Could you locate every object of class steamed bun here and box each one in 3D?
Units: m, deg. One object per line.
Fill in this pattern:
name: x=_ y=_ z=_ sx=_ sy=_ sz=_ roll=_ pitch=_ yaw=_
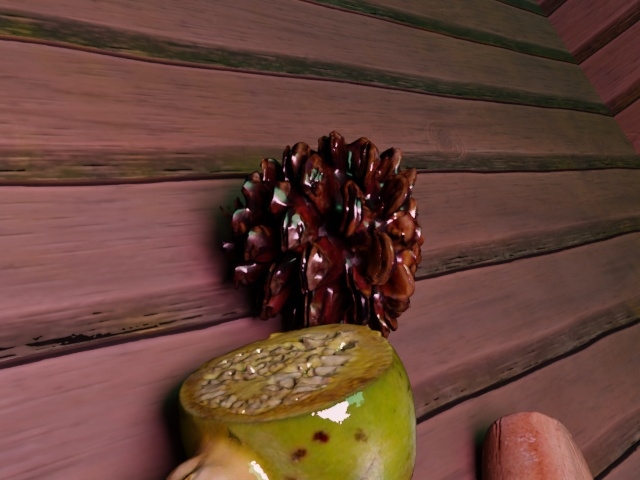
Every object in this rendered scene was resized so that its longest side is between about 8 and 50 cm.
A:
steamed bun: x=0.247 y=0.275 z=0.890 sx=0.175 sy=0.106 sz=0.145 roll=42 pitch=29 yaw=-35

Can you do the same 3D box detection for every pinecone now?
pinecone: x=0.000 y=0.000 z=0.781 sx=0.221 sy=0.221 sz=0.221 roll=28 pitch=41 yaw=-28

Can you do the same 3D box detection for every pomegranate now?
pomegranate: x=-0.015 y=0.176 z=0.609 sx=0.241 sy=0.190 sz=0.159 roll=-66 pitch=144 yaw=-76
